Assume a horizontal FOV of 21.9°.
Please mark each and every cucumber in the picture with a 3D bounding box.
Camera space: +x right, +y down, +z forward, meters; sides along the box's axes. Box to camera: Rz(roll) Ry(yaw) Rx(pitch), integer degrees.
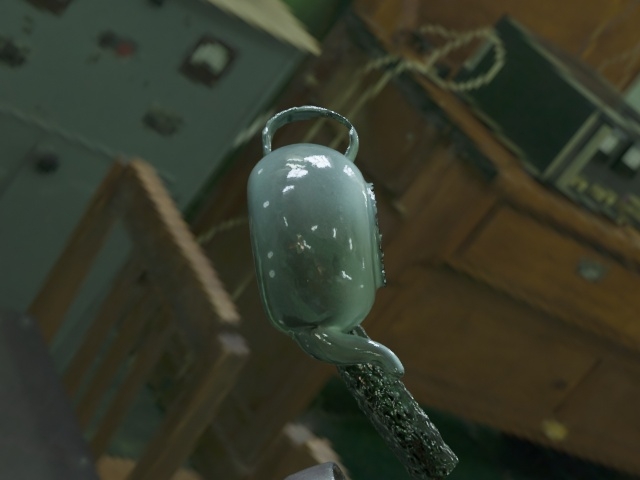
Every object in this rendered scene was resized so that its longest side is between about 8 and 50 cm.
[{"bbox_3d":[0.063,0.172,2.029,0.293,0.067,0.067,55,18,0],"label":"cucumber"}]

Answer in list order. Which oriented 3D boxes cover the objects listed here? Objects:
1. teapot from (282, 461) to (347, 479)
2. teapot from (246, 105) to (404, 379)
[{"bbox_3d":[-0.077,0.412,1.786,0.315,0.312,0.233,63,7,-58],"label":"teapot"},{"bbox_3d":[0.000,0.000,1.606,0.193,0.129,0.294,83,1,-66],"label":"teapot"}]
